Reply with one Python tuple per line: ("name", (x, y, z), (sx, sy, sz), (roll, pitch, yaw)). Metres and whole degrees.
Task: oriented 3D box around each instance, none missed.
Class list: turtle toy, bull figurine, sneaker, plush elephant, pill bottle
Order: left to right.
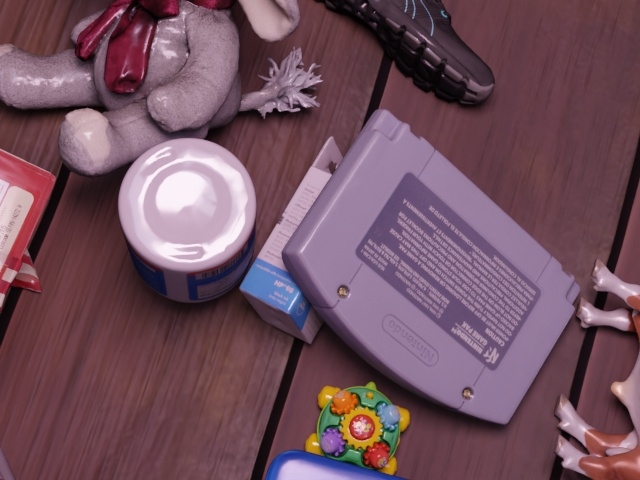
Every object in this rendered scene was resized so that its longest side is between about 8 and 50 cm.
("plush elephant", (-0.145, -0.234, 1.337), (0.330, 0.272, 0.255), (-9, 118, -21))
("pill bottle", (-0.123, -0.009, 1.315), (0.124, 0.221, 0.124), (1, 77, -4))
("turtle toy", (0.034, 0.199, 1.356), (0.095, 0.066, 0.130), (16, 76, 0))
("sneaker", (0.089, -0.253, 1.450), (0.267, 0.101, 0.106), (42, 75, 6))
("bull figurine", (0.344, 0.119, 1.381), (0.188, 0.101, 0.310), (14, 74, 3))

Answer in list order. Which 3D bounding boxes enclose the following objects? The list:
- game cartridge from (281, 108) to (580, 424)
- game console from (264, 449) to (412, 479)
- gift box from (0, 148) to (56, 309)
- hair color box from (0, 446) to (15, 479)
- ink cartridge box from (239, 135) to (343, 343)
("game cartridge", (0.107, 0.040, 1.344), (0.297, 0.062, 0.198), (40, 78, -24))
("game console", (0.047, 0.366, 1.272), (0.173, 0.250, 0.293), (8, 75, 29))
("gift box", (-0.392, 0.027, 1.279), (0.276, 0.258, 0.255), (31, 74, -17))
("hair color box", (-0.259, 0.343, 1.132), (0.113, 0.185, 0.374), (-25, 79, -6))
("ink cartridge box", (0.000, 0.000, 1.376), (0.060, 0.104, 0.180), (26, 77, 20))
